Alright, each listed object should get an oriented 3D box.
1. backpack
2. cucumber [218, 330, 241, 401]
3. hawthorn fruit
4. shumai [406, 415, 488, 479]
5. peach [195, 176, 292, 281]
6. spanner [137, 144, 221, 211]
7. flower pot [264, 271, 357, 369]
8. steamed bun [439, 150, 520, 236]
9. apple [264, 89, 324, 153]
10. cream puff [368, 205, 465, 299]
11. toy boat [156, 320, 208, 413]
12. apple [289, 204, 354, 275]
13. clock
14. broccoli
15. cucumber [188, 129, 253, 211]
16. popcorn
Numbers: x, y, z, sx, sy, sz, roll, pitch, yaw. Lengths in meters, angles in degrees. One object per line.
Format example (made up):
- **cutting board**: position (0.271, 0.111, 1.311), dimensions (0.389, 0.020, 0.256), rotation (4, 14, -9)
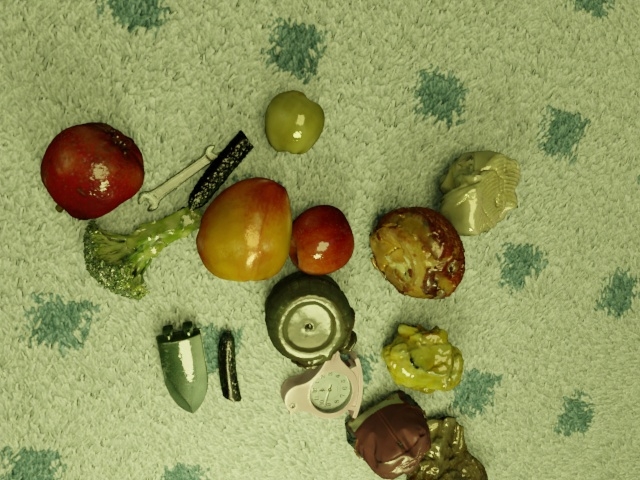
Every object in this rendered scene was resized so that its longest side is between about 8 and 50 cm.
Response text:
- **backpack**: position (0.253, 0.672, 1.958), dimensions (0.283, 0.317, 0.197), rotation (-34, 107, -7)
- **cucumber**: position (-0.306, 0.417, 1.910), dimensions (0.067, 0.067, 0.245), rotation (-8, 99, -12)
- **hawthorn fruit**: position (-0.657, -0.184, 1.627), dimensions (0.307, 0.265, 0.265), rotation (-35, 107, 17)
- **shumai**: position (0.445, 0.808, 2.138), dimensions (0.346, 0.217, 0.283), rotation (-2, 68, -26)
- **peach**: position (-0.223, -0.038, 1.736), dimensions (0.289, 0.289, 0.308), rotation (-2, 109, -14)
- **spanner**: position (-0.435, -0.195, 1.792), dimensions (0.302, 0.017, 0.071), rotation (-38, 106, -4)
- **flower pot**: position (-0.032, 0.253, 1.857), dimensions (0.301, 0.213, 0.302), rotation (-2, 104, -7)
- **steamed bun**: position (0.511, -0.161, 1.936), dimensions (0.320, 0.206, 0.275), rotation (-31, 118, -34)
- **apple**: position (-0.080, -0.360, 1.768), dimensions (0.200, 0.200, 0.200), rotation (-2, 100, -13)
- **cream puff**: position (0.330, 0.034, 1.867), dimensions (0.228, 0.350, 0.350), rotation (-27, 106, -27)
- **toy boat**: position (-0.436, 0.420, 1.866), dimensions (0.141, 0.092, 0.320), rotation (-9, 109, -13)
- **apple**: position (0.000, 0.000, 1.829), dimensions (0.201, 0.218, 0.218), rotation (-17, 103, -18)
- **clock**: position (0.009, 0.465, 1.985), dimensions (0.275, 0.080, 0.290), rotation (3, 98, -15)
- **broccoli**: position (-0.515, 0.029, 1.735), dimensions (0.361, 0.221, 0.252), rotation (-14, 67, -11)
- **cucumber**: position (-0.313, -0.208, 1.763), dimensions (0.072, 0.072, 0.300), rotation (42, 76, -17)
- **popcorn**: position (0.353, 0.408, 1.994), dimensions (0.286, 0.215, 0.252), rotation (12, 103, -12)
